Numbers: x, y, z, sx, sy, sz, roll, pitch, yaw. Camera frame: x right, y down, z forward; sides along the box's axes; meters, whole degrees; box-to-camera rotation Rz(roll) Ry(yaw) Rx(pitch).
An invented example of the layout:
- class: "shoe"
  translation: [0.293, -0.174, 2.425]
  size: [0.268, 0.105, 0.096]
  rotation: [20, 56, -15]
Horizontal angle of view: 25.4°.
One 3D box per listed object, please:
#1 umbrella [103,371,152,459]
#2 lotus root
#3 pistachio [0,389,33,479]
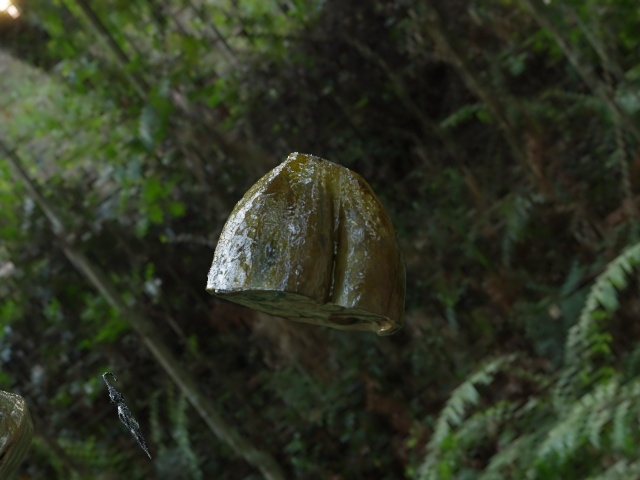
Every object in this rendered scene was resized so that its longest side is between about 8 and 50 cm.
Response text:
- class: "umbrella"
  translation: [-0.207, 0.186, 1.512]
  size: [0.022, 0.122, 0.013]
  rotation: [4, -50, -40]
- class: "lotus root"
  translation: [-0.001, 0.000, 1.510]
  size: [0.199, 0.180, 0.188]
  rotation: [7, -12, 32]
- class: "pistachio"
  translation: [-0.462, 0.287, 1.840]
  size: [0.223, 0.126, 0.152]
  rotation: [-50, 30, -7]
